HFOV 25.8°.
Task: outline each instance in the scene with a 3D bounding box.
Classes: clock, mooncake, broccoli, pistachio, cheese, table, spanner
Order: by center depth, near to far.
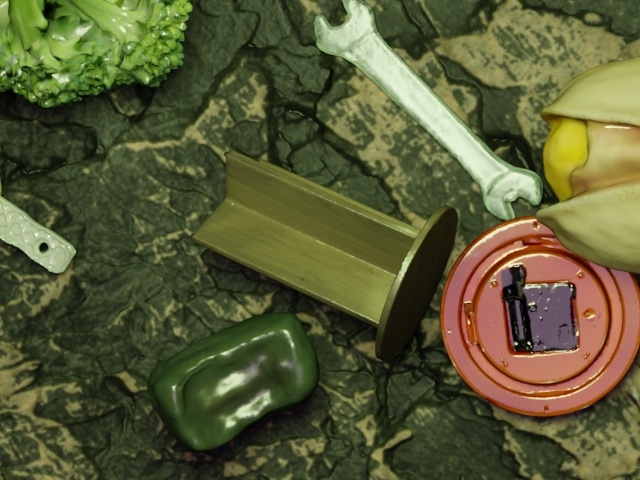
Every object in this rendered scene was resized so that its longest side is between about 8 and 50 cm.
[{"bbox_3d":[0.358,-0.071,1.302,0.309,0.230,0.229,2,92,12],"label":"pistachio"},{"bbox_3d":[-0.269,-0.277,1.390,0.288,0.260,0.235,2,48,-8],"label":"broccoli"},{"bbox_3d":[0.000,0.000,1.402,0.227,0.167,0.167,24,95,16],"label":"table"},{"bbox_3d":[-0.084,0.141,1.406,0.175,0.168,0.104,-25,90,24],"label":"mooncake"},{"bbox_3d":[0.223,0.077,1.414,0.205,0.051,0.205,0,93,8],"label":"clock"},{"bbox_3d":[0.108,-0.135,1.440,0.071,0.017,0.302,-44,85,8],"label":"spanner"},{"bbox_3d":[-0.371,-0.045,1.497,0.251,0.054,0.127,33,100,6],"label":"cheese"}]
